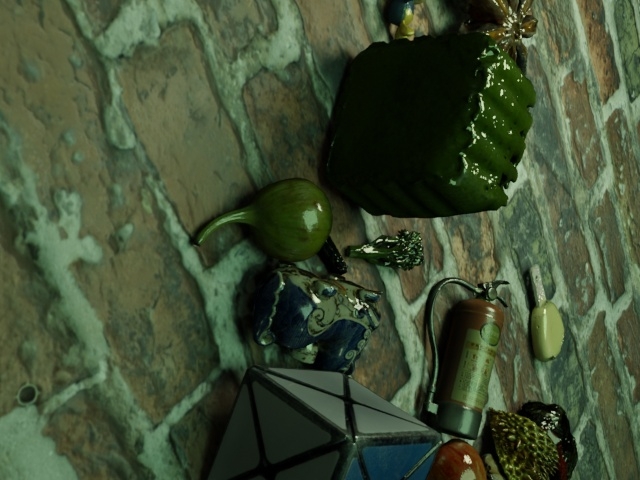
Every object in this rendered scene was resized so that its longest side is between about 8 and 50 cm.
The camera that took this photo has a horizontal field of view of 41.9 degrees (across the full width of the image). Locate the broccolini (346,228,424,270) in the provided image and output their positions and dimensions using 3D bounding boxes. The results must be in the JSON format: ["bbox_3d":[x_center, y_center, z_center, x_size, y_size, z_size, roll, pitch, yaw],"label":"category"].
[{"bbox_3d":[0.137,0.027,1.668,0.203,0.068,0.091,-10,117,-46],"label":"broccolini"}]

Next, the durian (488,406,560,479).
[{"bbox_3d":[0.486,0.508,1.991,0.144,0.139,0.252,-39,107,2],"label":"durian"}]

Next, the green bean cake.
[{"bbox_3d":[0.200,-0.208,1.550,0.218,0.319,0.334,34,71,-46],"label":"green bean cake"}]

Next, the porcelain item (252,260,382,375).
[{"bbox_3d":[-0.012,0.146,1.475,0.288,0.138,0.186,16,97,-51],"label":"porcelain item"}]

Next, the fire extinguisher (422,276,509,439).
[{"bbox_3d":[0.314,0.233,1.830,0.200,0.113,0.375,34,67,-42],"label":"fire extinguisher"}]

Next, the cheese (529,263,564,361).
[{"bbox_3d":[0.579,0.181,2.166,0.127,0.050,0.255,-31,113,-43],"label":"cheese"}]

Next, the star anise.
[{"bbox_3d":[0.393,-0.477,1.880,0.332,0.118,0.331,-27,129,-39],"label":"star anise"}]

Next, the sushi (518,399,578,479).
[{"bbox_3d":[0.564,0.512,2.091,0.126,0.136,0.225,-39,118,-45],"label":"sushi"}]

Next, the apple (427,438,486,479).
[{"bbox_3d":[0.282,0.501,1.777,0.146,0.146,0.131,-9,56,-47],"label":"apple"}]

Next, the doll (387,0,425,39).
[{"bbox_3d":[0.182,-0.493,1.690,0.089,0.102,0.179,2,90,-9],"label":"doll"}]

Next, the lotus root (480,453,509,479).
[{"bbox_3d":[0.447,0.616,2.008,0.329,0.078,0.167,41,31,-44],"label":"lotus root"}]

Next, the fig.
[{"bbox_3d":[-0.101,-0.030,1.391,0.245,0.149,0.149,-4,94,-28],"label":"fig"}]

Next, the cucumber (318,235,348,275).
[{"bbox_3d":[0.000,0.000,1.540,0.039,0.043,0.163,-31,119,4],"label":"cucumber"}]

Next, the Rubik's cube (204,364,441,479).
[{"bbox_3d":[-0.002,0.365,1.349,0.260,0.255,0.259,19,94,-49],"label":"Rubik's cube"}]
